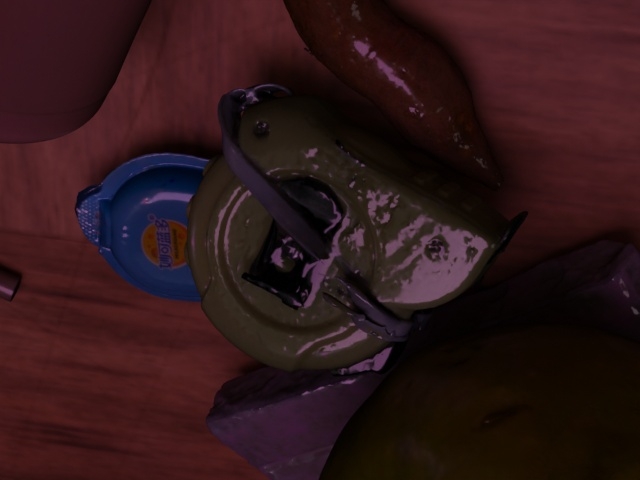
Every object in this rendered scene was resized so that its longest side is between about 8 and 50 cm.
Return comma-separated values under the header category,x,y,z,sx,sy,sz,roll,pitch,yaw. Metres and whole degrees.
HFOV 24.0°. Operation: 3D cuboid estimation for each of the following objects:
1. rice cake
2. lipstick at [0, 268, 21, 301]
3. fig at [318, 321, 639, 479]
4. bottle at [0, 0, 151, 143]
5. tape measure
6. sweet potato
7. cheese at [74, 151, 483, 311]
category,x,y,z,sx,sy,sz,roll,pitch,yaw
rice cake,0.080,0.090,0.942,0.297,0.050,0.106,-22,121,23
lipstick,-0.244,0.014,0.996,0.094,0.019,0.019,25,123,-2
fig,0.151,0.141,0.847,0.233,0.314,0.233,38,141,39
bottle,-0.123,-0.208,0.760,0.206,0.173,0.297,10,126,-30
tape measure,0.000,0.000,0.848,0.177,0.087,0.154,35,107,12
sweet potato,0.030,-0.108,0.840,0.065,0.051,0.218,-22,115,39
cheese,-0.025,0.000,0.928,0.256,0.037,0.106,6,123,2
